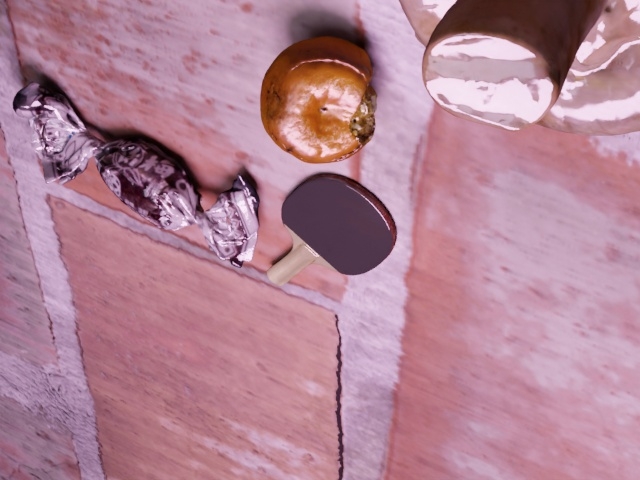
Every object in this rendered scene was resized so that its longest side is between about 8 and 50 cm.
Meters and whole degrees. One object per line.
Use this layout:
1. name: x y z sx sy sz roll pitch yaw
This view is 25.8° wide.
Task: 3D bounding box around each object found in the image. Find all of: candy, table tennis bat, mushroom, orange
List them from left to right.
1. candy: -0.146 -0.053 1.107 0.226 0.051 0.094 28 140 10
2. orange: -0.002 -0.095 0.933 0.086 0.062 0.086 -3 115 -6
3. table tennis bat: 0.000 0.000 1.080 0.087 0.013 0.156 41 143 -9
4. mushroom: 0.114 -0.127 0.678 0.207 0.215 0.207 18 136 19
